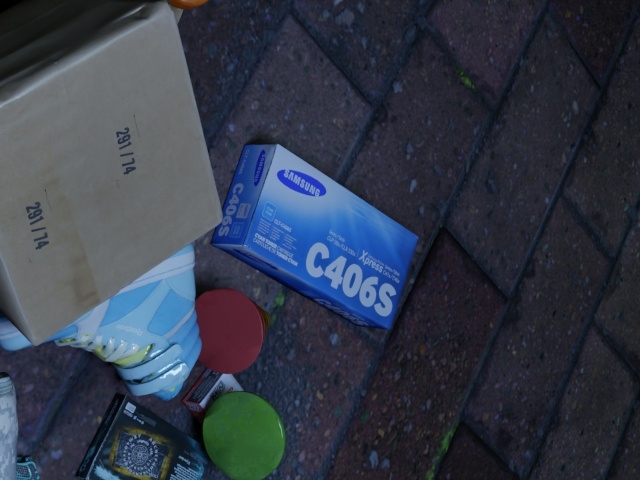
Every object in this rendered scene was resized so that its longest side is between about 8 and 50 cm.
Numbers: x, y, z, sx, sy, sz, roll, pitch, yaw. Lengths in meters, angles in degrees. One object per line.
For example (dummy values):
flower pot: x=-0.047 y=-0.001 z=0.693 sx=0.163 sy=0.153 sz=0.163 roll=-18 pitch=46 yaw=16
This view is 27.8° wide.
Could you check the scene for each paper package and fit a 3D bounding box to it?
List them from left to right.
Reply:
paper package: x=-0.298 y=-0.101 z=1.486 sx=0.309 sy=0.168 sz=0.325 roll=-35 pitch=137 yaw=-25

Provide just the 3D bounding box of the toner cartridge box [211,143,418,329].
toner cartridge box: x=0.000 y=0.000 z=1.971 sx=0.348 sy=0.075 sz=0.165 roll=31 pitch=70 yaw=-42

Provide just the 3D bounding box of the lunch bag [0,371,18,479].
lunch bag: x=-0.438 y=0.275 z=1.416 sx=0.212 sy=0.256 sz=0.305 roll=-2 pitch=95 yaw=-45

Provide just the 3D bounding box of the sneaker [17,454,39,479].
sneaker: x=-0.374 y=0.310 z=1.624 sx=0.166 sy=0.065 sz=0.076 roll=47 pitch=57 yaw=-38

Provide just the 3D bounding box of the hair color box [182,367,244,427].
hair color box: x=-0.133 y=0.255 z=1.874 sx=0.072 sy=0.043 sz=0.141 roll=-52 pitch=127 yaw=-30

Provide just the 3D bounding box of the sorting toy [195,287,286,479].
sorting toy: x=-0.087 y=0.240 z=1.825 sx=0.126 sy=0.127 sz=0.366 roll=-14 pitch=95 yaw=-64

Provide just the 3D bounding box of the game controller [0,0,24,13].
game controller: x=-0.370 y=-0.168 z=1.551 sx=0.319 sy=0.067 sz=0.166 roll=-51 pitch=142 yaw=-8

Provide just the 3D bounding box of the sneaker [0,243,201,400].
sneaker: x=-0.271 y=0.133 z=1.670 sx=0.319 sy=0.127 sz=0.208 roll=-22 pitch=106 yaw=-42

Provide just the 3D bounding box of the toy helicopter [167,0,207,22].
toy helicopter: x=-0.310 y=-0.391 z=1.624 sx=0.235 sy=0.140 sz=0.355 roll=-39 pitch=108 yaw=-27

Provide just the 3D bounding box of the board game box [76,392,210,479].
board game box: x=-0.240 y=0.308 z=1.782 sx=0.186 sy=0.026 sz=0.126 roll=42 pitch=64 yaw=-39
